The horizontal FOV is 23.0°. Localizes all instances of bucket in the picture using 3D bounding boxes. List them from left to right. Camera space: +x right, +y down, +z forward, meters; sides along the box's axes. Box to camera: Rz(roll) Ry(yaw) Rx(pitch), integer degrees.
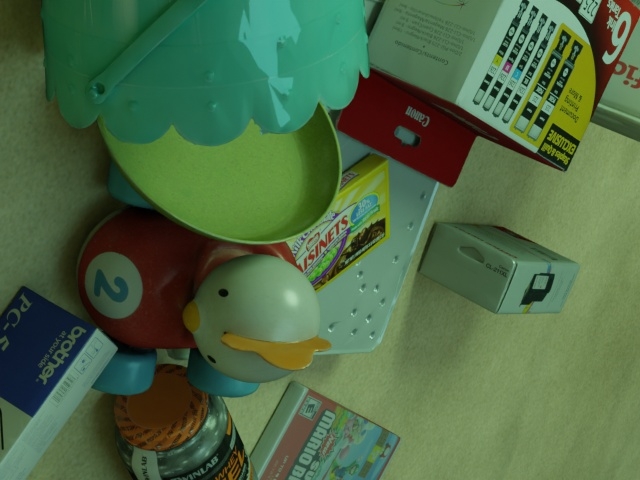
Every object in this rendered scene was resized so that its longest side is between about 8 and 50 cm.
[{"bbox_3d":[-0.091,-0.213,1.218,0.281,0.281,0.183,-34,133,-39],"label":"bucket"}]

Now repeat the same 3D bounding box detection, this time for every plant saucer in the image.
[{"bbox_3d":[-0.094,-0.092,1.365,0.241,0.241,0.037,-26,166,-44],"label":"plant saucer"}]

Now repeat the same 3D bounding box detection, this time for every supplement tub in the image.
[{"bbox_3d":[-0.136,0.215,1.581,0.117,0.117,0.190,-48,145,-24],"label":"supplement tub"}]

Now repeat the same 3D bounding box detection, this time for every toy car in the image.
[{"bbox_3d":[-0.089,0.057,1.380,0.210,0.238,0.219,4,106,-26],"label":"toy car"}]

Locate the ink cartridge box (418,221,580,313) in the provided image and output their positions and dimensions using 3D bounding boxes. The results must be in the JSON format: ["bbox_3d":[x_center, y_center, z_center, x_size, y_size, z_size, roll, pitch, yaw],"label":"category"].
[{"bbox_3d":[0.223,0.035,1.963,0.175,0.127,0.072,3,112,-55],"label":"ink cartridge box"}]

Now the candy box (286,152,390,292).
[{"bbox_3d":[0.000,0.000,1.617,0.206,0.027,0.105,-36,136,-37],"label":"candy box"}]

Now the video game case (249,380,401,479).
[{"bbox_3d":[-0.011,0.296,1.905,0.204,0.025,0.285,-61,148,-5],"label":"video game case"}]

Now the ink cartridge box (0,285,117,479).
[{"bbox_3d":[-0.275,0.149,1.353,0.207,0.097,0.046,-56,147,-14],"label":"ink cartridge box"}]

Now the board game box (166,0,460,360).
[{"bbox_3d":[0.006,-0.065,1.653,0.390,0.050,0.390,4,108,-56],"label":"board game box"}]

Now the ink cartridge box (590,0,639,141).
[{"bbox_3d":[0.410,-0.313,1.851,0.384,0.279,0.160,-63,150,-1],"label":"ink cartridge box"}]

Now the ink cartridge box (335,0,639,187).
[{"bbox_3d":[0.183,-0.185,1.657,0.309,0.130,0.271,19,96,-59],"label":"ink cartridge box"}]
